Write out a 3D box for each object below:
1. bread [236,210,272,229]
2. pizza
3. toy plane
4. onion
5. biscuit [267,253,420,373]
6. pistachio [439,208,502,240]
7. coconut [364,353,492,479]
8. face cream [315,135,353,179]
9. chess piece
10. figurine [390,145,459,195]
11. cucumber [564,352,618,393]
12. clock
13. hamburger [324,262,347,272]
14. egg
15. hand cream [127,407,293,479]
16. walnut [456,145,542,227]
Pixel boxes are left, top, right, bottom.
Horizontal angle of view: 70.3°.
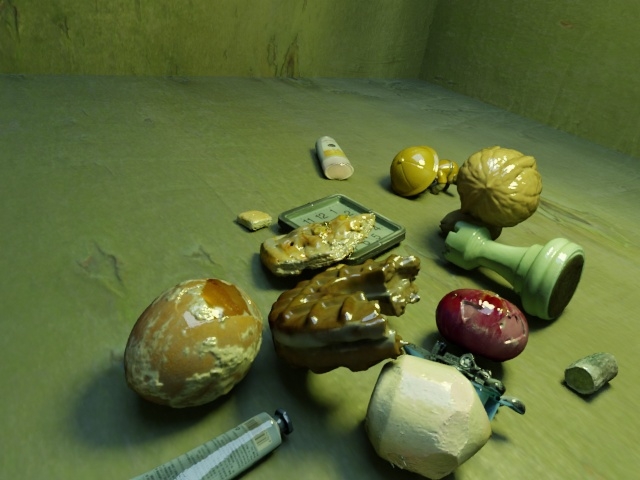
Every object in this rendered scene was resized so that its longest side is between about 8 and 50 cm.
[{"bbox_3d":[-0.184,-0.057,1.251,0.083,0.035,0.070,24,32,35],"label":"bread"},{"bbox_3d":[0.000,0.001,1.070,0.296,0.071,0.189,-16,22,-4],"label":"pizza"},{"bbox_3d":[0.241,0.232,0.823,0.169,0.078,0.246,40,-3,-32],"label":"toy plane"},{"bbox_3d":[0.312,0.168,0.893,0.177,0.153,0.177,42,10,-9],"label":"onion"},{"bbox_3d":[0.044,0.123,0.831,0.268,0.115,0.366,-11,7,20],"label":"biscuit"},{"bbox_3d":[0.447,-0.047,1.344,0.185,0.108,0.126,5,-2,-2],"label":"pistachio"},{"bbox_3d":[0.162,0.267,0.683,0.182,0.171,0.171,17,31,15],"label":"coconut"},{"bbox_3d":[0.045,-0.310,1.703,0.107,0.073,0.269,-5,34,-8],"label":"face cream"},{"bbox_3d":[0.461,0.051,1.124,0.194,0.195,0.299,-17,30,-37],"label":"chess piece"},{"bbox_3d":[0.365,-0.246,1.596,0.256,0.167,0.192,-7,20,-29],"label":"figurine"},{"bbox_3d":[0.537,0.260,0.899,0.112,0.064,0.064,-9,35,-33],"label":"cucumber"},{"bbox_3d":[0.062,-0.031,1.259,0.279,0.049,0.273,32,38,33],"label":"clock"},{"bbox_3d":[0.030,0.089,1.025,0.044,0.076,0.083,19,19,19],"label":"hamburger"},{"bbox_3d":[-0.199,0.162,0.727,0.195,0.195,0.233,31,35,33],"label":"egg"},{"bbox_3d":[-0.153,0.308,0.629,0.256,0.055,0.088,-18,48,-35],"label":"hand cream"},{"bbox_3d":[0.466,-0.138,1.196,0.225,0.225,0.261,28,20,29],"label":"walnut"}]
